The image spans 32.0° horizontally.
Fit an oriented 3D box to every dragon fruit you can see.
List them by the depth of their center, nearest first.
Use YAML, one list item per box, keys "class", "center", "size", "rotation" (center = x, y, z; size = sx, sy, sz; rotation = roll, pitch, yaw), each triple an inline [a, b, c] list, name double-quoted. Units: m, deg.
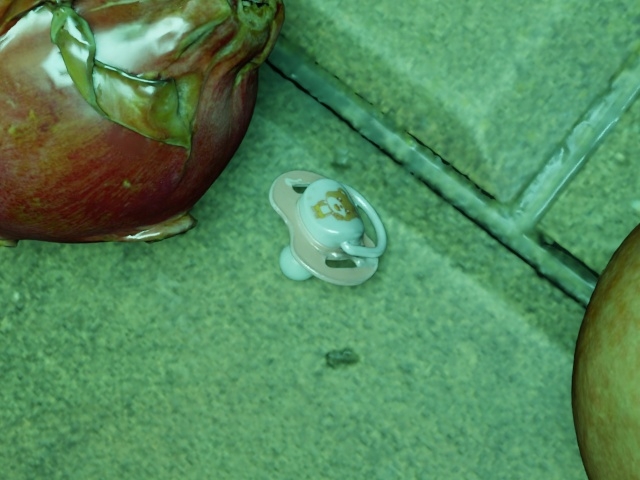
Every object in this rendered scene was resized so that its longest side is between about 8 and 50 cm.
- class: "dragon fruit"
  center: [-0.162, -0.104, 0.728]
  size: [0.315, 0.250, 0.250]
  rotation: [-15, 84, 11]

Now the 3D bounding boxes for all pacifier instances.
- class: "pacifier"
  center: [0.000, 0.000, 0.774]
  size: [0.078, 0.081, 0.099]
  rotation: [-54, 48, 39]

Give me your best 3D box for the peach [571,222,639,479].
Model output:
- class: "peach"
  center: [0.264, 0.077, 0.614]
  size: [0.252, 0.252, 0.252]
  rotation: [-1, 87, 14]
